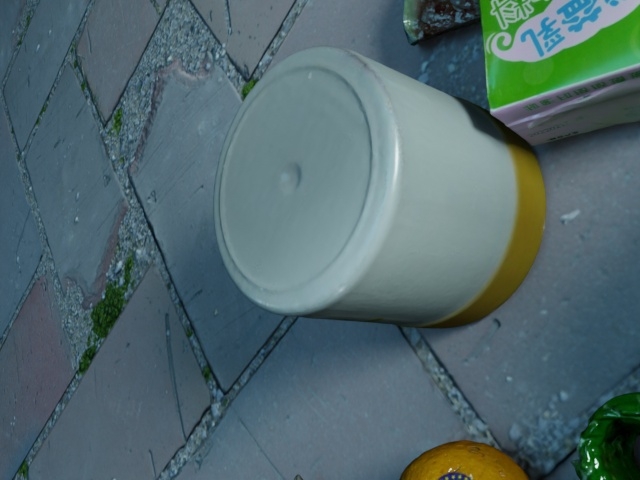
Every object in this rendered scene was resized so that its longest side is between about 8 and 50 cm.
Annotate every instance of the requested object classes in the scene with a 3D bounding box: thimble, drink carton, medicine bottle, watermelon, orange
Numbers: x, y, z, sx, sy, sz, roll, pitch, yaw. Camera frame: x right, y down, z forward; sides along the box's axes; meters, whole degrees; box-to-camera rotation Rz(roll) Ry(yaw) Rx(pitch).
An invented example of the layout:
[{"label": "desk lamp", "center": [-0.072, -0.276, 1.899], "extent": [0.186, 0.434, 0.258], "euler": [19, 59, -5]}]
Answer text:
[{"label": "thimble", "center": [0.259, 0.170, 0.485], "extent": [0.130, 0.090, 0.118], "euler": [4, 83, 46]}, {"label": "drink carton", "center": [0.227, -0.234, 0.569], "extent": [0.161, 0.108, 0.270], "euler": [-12, 73, 37]}, {"label": "medicine bottle", "center": [0.053, -0.039, 0.636], "extent": [0.238, 0.232, 0.237], "euler": [-12, 74, 46]}, {"label": "watermelon", "center": [0.154, -0.287, 0.701], "extent": [0.139, 0.071, 0.187], "euler": [39, 111, 38]}, {"label": "orange", "center": [0.128, 0.250, 0.590], "extent": [0.136, 0.117, 0.135], "euler": [-9, 45, 9]}]

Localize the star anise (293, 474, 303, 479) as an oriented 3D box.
[{"label": "star anise", "center": [-0.027, 0.382, 0.760], "extent": [0.197, 0.073, 0.212], "euler": [30, 102, 41]}]
